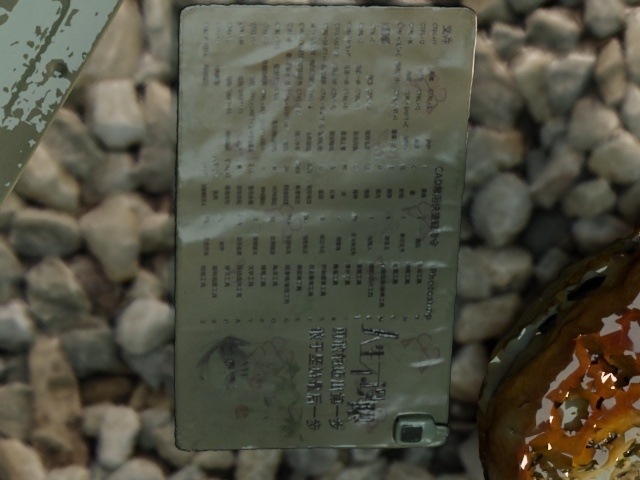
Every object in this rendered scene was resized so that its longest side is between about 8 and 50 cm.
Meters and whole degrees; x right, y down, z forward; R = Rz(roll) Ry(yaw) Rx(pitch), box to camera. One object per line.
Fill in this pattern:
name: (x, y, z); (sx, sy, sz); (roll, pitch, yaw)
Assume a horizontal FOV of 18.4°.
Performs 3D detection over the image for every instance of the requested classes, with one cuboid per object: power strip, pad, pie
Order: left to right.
power strip: (-0.183, -0.115, 0.974); (0.145, 0.061, 0.215); (27, 106, -18)
pad: (0.000, 0.000, 1.076); (0.159, 0.009, 0.265); (-1, 112, -7)
pie: (0.225, 0.107, 1.108); (0.308, 0.085, 0.308); (-2, 108, -5)
